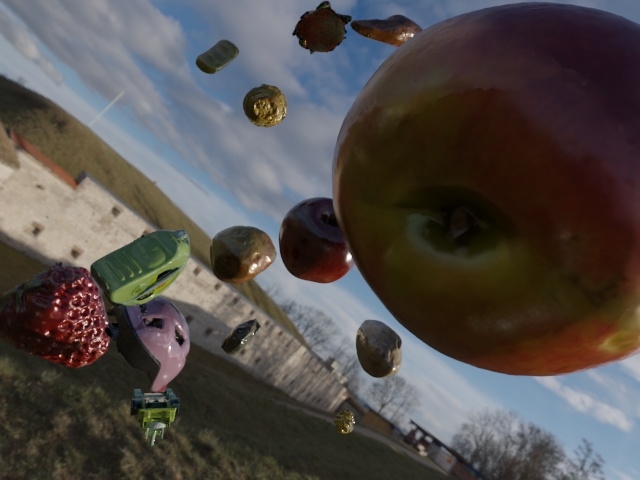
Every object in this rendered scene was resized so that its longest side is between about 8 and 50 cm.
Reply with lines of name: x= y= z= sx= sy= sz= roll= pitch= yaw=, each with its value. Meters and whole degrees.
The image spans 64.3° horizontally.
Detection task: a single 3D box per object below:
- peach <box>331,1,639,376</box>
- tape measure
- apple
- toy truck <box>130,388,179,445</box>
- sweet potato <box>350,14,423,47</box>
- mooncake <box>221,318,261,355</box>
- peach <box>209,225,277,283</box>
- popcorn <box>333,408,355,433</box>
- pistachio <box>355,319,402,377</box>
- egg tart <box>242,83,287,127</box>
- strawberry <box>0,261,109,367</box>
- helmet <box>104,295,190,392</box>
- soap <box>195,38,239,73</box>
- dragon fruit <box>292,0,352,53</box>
peach: x=0.214 y=-0.054 z=0.537 sx=0.388 sy=0.388 sz=0.388 roll=38 pitch=-11 yaw=9
tape measure: x=-0.311 y=0.049 z=0.900 sx=0.087 sy=0.178 sz=0.154 roll=49 pitch=-35 yaw=12
apple: x=0.000 y=0.000 z=1.286 sx=0.218 sy=0.218 sz=0.201 roll=36 pitch=-45 yaw=19
toy truck: x=-0.500 y=0.517 z=1.507 sx=0.129 sy=0.135 sz=0.260 roll=5 pitch=-6 yaw=-21
sweet potato: x=0.273 y=-0.733 z=1.783 sx=0.360 sy=0.112 sz=0.112 roll=-6 pitch=21 yaw=-36
mooncake: x=-0.291 y=0.348 z=1.847 sx=0.073 sy=0.125 sz=0.130 roll=43 pitch=32 yaw=6
peach: x=-0.273 y=0.050 z=1.808 sx=0.214 sy=0.236 sz=0.214 roll=170 pitch=-90 yaw=-80
popcorn: x=0.080 y=0.585 z=1.646 sx=0.057 sy=0.083 sz=0.082 roll=2 pitch=-43 yaw=25
pistachio: x=0.176 y=0.324 z=1.553 sx=0.126 sy=0.152 sz=0.223 roll=36 pitch=17 yaw=-26
egg tart: x=-0.155 y=-0.377 z=1.448 sx=0.129 sy=0.129 sz=0.049 roll=46 pitch=15 yaw=-27
strawberry: x=-0.830 y=0.265 z=1.619 sx=0.344 sy=0.318 sz=0.295 roll=61 pitch=-15 yaw=-15
helmet: x=-0.377 y=0.221 z=1.176 sx=0.198 sy=0.154 sz=0.253 roll=54 pitch=-3 yaw=38
soap: x=-0.321 y=-0.571 z=1.587 sx=0.089 sy=0.140 sz=0.045 roll=43 pitch=-15 yaw=23
dragon fruit: x=-0.011 y=-0.586 z=1.395 sx=0.175 sy=0.142 sz=0.138 roll=-133 pitch=-139 yaw=-52
